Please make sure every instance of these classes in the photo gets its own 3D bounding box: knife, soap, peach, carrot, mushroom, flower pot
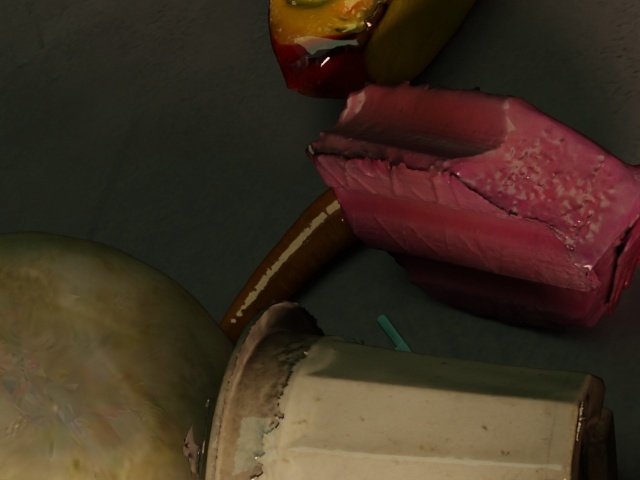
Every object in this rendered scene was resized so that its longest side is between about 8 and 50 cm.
[{"bbox_3d":[0.068,0.091,1.586,0.014,0.005,0.091,-36,42,-1],"label":"knife"},{"bbox_3d":[0.143,-0.026,1.514,0.289,0.182,0.112,13,59,47],"label":"soap"},{"bbox_3d":[0.045,-0.227,1.782,0.158,0.154,0.267,20,70,34],"label":"peach"},{"bbox_3d":[0.000,0.000,1.683,0.271,0.066,0.062,-37,-2,4],"label":"carrot"},{"bbox_3d":[-0.218,0.155,1.525,0.352,0.260,0.352,9,56,-13],"label":"mushroom"},{"bbox_3d":[0.071,0.185,1.338,0.259,0.290,0.290,0,52,18],"label":"flower pot"}]
